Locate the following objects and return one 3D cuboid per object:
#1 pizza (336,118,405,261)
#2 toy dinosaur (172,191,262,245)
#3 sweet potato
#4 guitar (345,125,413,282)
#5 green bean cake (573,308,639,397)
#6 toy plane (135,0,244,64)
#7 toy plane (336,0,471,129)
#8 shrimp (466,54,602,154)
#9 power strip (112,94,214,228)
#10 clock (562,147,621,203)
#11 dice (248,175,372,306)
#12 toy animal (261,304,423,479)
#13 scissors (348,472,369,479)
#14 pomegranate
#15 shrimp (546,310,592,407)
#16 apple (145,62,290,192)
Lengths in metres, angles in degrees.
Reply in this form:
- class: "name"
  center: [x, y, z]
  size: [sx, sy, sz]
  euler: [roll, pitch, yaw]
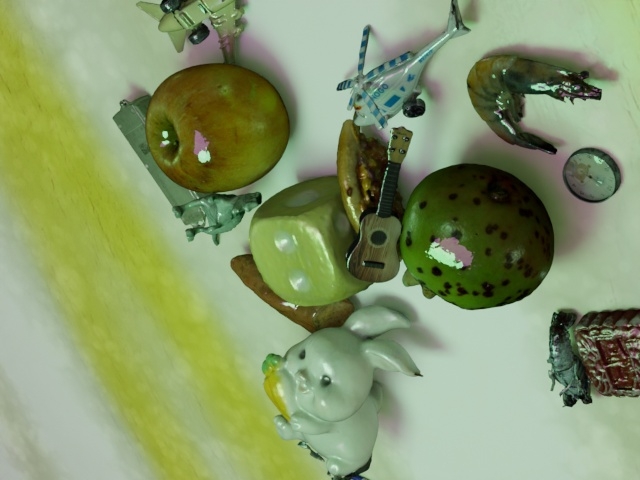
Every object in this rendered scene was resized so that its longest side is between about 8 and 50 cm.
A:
- class: "pizza"
  center: [0.083, -0.075, 1.877]
  size: [0.058, 0.127, 0.246]
  euler: [-5, 100, 37]
- class: "toy dinosaur"
  center: [-0.199, -0.036, 2.032]
  size: [0.383, 0.129, 0.076]
  euler: [165, 99, -72]
- class: "sweet potato"
  center: [-0.058, 0.088, 2.117]
  size: [0.252, 0.097, 0.097]
  euler: [28, 133, 18]
- class: "guitar"
  center: [0.098, -0.058, 1.802]
  size: [0.084, 0.038, 0.271]
  euler: [6, 120, -8]
- class: "green bean cake"
  center: [0.461, 0.174, 1.794]
  size: [0.136, 0.056, 0.135]
  euler: [-9, 114, 41]
- class: "toy plane"
  center: [-0.189, -0.380, 1.896]
  size: [0.244, 0.092, 0.229]
  euler: [-15, 125, 46]
- class: "toy plane"
  center: [0.130, -0.259, 1.750]
  size: [0.273, 0.107, 0.182]
  euler: [-51, 39, 28]
- class: "shrimp"
  center: [0.303, -0.191, 1.674]
  size: [0.217, 0.051, 0.150]
  euler: [14, 130, 40]
- class: "power strip"
  center: [-0.280, -0.144, 2.158]
  size: [0.078, 0.052, 0.272]
  euler: [-25, 103, 45]
- class: "clock"
  center: [0.387, -0.092, 1.694]
  size: [0.085, 0.017, 0.085]
  euler: [20, 130, 26]
- class: "dice"
  center: [0.000, 0.000, 1.954]
  size: [0.169, 0.166, 0.169]
  euler: [-3, 117, 40]
- class: "toy animal"
  center: [0.033, 0.261, 2.067]
  size: [0.183, 0.247, 0.310]
  euler: [-114, 22, -49]
- class: "scissors"
  center: [0.077, 0.480, 2.341]
  size: [0.113, 0.012, 0.039]
  euler: [12, 126, 32]
- class: "pomegranate"
  center: [0.235, 0.011, 1.774]
  size: [0.231, 0.231, 0.286]
  euler: [31, 163, 18]
- class: "shrimp"
  center: [0.381, 0.198, 1.862]
  size: [0.082, 0.076, 0.174]
  euler: [5, 120, 43]
- class: "apple"
  center: [-0.167, -0.184, 1.954]
  size: [0.237, 0.207, 0.237]
  euler: [25, 123, 44]
